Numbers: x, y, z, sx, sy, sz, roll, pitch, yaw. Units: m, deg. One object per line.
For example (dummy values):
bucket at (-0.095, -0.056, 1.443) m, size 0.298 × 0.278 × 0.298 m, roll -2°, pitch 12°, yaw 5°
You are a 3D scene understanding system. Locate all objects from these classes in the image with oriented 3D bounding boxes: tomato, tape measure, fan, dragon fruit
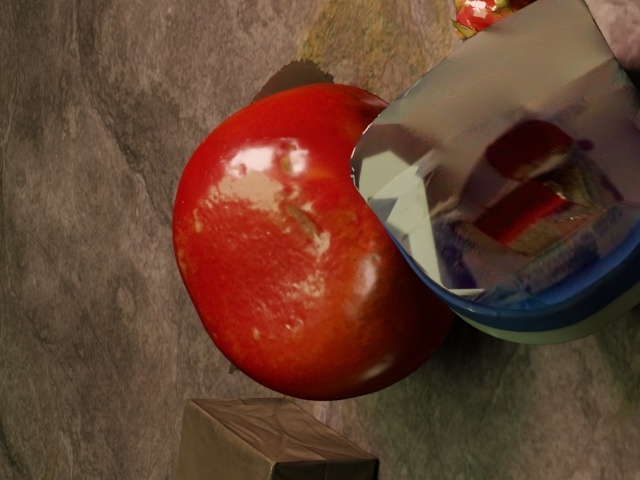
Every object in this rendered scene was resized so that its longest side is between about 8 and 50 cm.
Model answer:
tomato at (0.000, 0.000, 1.620) m, size 0.290 × 0.293 × 0.325 m, roll -18°, pitch 101°, yaw 20°
tape measure at (0.193, -0.045, 1.376) m, size 0.259 × 0.138 × 0.262 m, roll -37°, pitch 68°, yaw 8°
fan at (-0.072, -0.021, 1.837) m, size 0.012 × 0.233 × 0.414 m, roll 26°, pitch 115°, yaw 28°
dragon fruit at (0.181, -0.225, 1.540) m, size 0.116 × 0.086 × 0.081 m, roll 36°, pitch 86°, yaw 39°

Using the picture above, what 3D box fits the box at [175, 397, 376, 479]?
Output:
box at (-0.058, 0.296, 1.872) m, size 0.231 × 0.155 × 0.149 m, roll 26°, pitch 109°, yaw 58°
